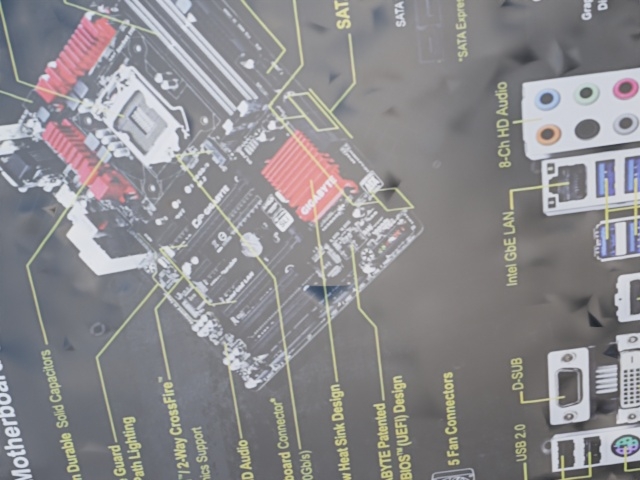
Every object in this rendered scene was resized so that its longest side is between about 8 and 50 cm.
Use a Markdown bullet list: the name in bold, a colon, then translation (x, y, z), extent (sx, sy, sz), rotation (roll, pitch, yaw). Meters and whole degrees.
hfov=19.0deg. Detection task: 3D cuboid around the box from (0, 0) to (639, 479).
- **box**: translation (0.000, 0.000, 0.413), extent (0.079, 0.257, 0.322), rotation (-95, -2, -52)
